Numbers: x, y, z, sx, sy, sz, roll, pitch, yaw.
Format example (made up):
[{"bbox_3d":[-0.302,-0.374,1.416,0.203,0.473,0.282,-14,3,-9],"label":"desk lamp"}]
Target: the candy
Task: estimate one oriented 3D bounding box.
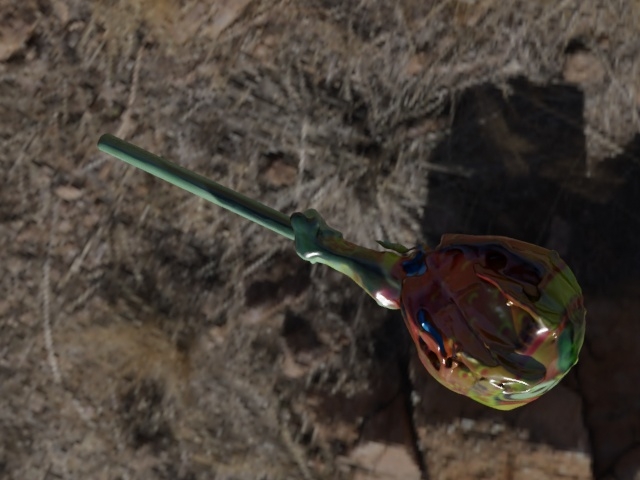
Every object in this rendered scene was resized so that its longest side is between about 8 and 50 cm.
[{"bbox_3d":[0.000,0.000,0.478,0.201,0.060,0.060,24,133,23],"label":"candy"}]
